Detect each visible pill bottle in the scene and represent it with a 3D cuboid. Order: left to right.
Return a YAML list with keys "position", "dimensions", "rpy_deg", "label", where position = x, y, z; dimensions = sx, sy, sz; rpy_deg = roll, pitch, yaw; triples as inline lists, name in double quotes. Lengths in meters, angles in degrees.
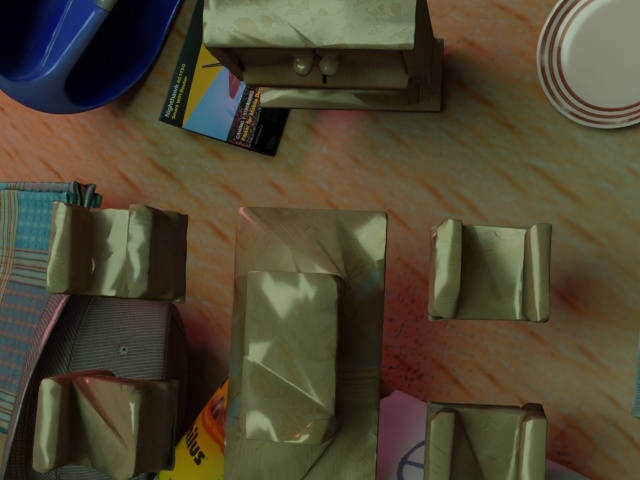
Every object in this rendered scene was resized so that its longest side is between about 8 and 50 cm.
- position: [-0.056, 0.182, 0.971]
  dimensions: [0.117, 0.117, 0.215]
  rpy_deg: [44, 105, 31]
  label: "pill bottle"

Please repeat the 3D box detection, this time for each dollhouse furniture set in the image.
- position: [0.000, 0.000, 0.872]
  dimensions: [0.361, 0.256, 0.395]
  rpy_deg: [2, 87, 9]
  label: "dollhouse furniture set"

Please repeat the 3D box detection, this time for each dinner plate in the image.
- position: [0.249, -0.161, 0.898]
  dimensions: [0.141, 0.017, 0.141]
  rpy_deg: [-7, 76, 31]
  label: "dinner plate"

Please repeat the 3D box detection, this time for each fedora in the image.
- position: [-0.200, 0.157, 1.035]
  dimensions: [0.124, 0.244, 0.276]
  rpy_deg: [9, 66, 5]
  label: "fedora"

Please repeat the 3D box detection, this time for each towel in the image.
- position: [-0.384, 0.065, 1.213]
  dimensions: [0.370, 0.040, 0.272]
  rpy_deg: [4, 82, 46]
  label: "towel"

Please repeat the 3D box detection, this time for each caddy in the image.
- position: [-0.251, -0.304, 1.121]
  dimensions: [0.179, 0.241, 0.341]
  rpy_deg: [30, 98, 38]
  label: "caddy"

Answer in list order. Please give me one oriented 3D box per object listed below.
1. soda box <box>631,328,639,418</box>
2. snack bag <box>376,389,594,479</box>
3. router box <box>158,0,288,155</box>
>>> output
- position: [0.300, -0.004, 0.786]
  dimensions: [0.091, 0.098, 0.287]
  rpy_deg: [3, 82, 36]
  label: "soda box"
- position: [0.089, 0.261, 0.762]
  dimensions: [0.323, 0.342, 0.037]
  rpy_deg: [22, 129, 33]
  label: "snack bag"
- position: [-0.082, -0.188, 1.102]
  dimensions: [0.133, 0.046, 0.179]
  rpy_deg: [19, 92, 35]
  label: "router box"
